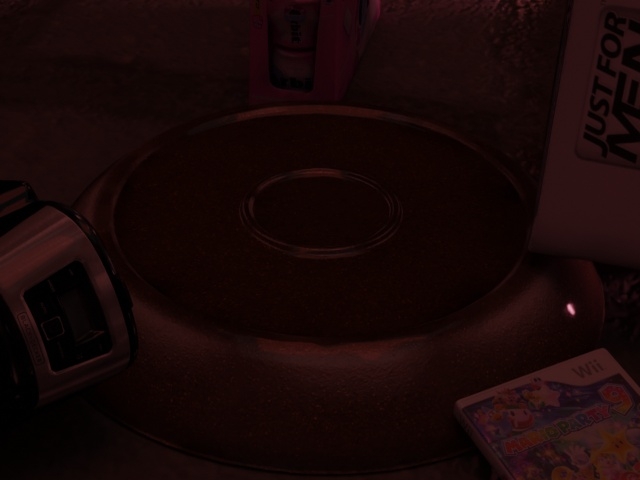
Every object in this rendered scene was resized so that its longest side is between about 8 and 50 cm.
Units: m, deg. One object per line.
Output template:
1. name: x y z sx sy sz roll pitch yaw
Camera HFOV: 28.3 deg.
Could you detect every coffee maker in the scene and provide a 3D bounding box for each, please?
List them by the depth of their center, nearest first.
1. coffee maker: -0.195 0.046 0.549 0.171 0.120 0.178 28 42 33

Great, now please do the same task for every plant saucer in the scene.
1. plant saucer: 0.000 0.000 0.689 0.310 0.050 0.311 1 34 0

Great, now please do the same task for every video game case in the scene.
1. video game case: 0.126 0.103 0.557 0.087 0.011 0.122 -16 47 -24

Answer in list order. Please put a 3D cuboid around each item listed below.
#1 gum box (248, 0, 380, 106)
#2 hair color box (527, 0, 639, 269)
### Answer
1. gum box: -0.001 -0.173 0.884 0.062 0.107 0.188 8 35 9
2. hair color box: 0.300 -0.065 0.597 0.374 0.185 0.114 10 29 9
